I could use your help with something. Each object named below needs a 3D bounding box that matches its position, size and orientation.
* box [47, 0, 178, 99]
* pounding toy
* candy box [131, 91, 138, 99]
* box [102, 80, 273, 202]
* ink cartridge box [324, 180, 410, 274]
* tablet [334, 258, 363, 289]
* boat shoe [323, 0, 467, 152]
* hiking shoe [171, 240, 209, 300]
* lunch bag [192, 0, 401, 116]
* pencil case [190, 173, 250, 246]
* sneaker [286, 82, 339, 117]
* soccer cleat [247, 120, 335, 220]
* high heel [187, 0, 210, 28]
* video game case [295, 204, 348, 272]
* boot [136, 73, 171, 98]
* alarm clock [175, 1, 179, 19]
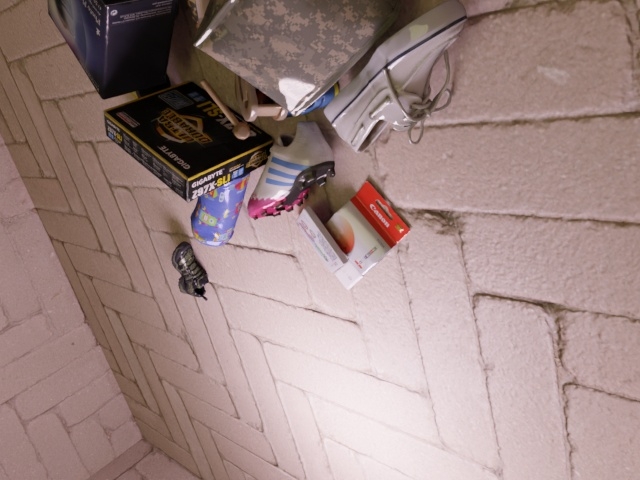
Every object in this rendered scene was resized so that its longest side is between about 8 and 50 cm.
[{"bbox_3d":[-0.485,-0.540,1.341,0.296,0.182,0.294,55,149,13],"label":"box"},{"bbox_3d":[-0.154,-0.323,1.186,0.154,0.155,0.269,-128,37,-57],"label":"pounding toy"},{"bbox_3d":[-0.475,-0.397,1.663,0.206,0.027,0.105,48,145,13],"label":"candy box"},{"bbox_3d":[-0.312,-0.247,1.396,0.322,0.257,0.079,38,138,26],"label":"box"},{"bbox_3d":[0.096,-0.023,1.274,0.145,0.045,0.179,50,146,9],"label":"ink cartridge box"},{"bbox_3d":[0.068,0.083,1.414,0.054,0.006,0.083,51,144,8],"label":"tablet"},{"bbox_3d":[0.139,-0.240,0.990,0.156,0.136,0.367,58,146,0],"label":"boat shoe"},{"bbox_3d":[-0.414,0.099,1.929,0.114,0.086,0.227,20,137,21],"label":"hiking shoe"},{"bbox_3d":[-0.036,-0.387,0.982,0.235,0.169,0.287,30,142,-29],"label":"lunch bag"},{"bbox_3d":[-0.272,-0.116,1.557,0.133,0.119,0.306,22,138,-2],"label":"pencil case"},{"bbox_3d":[-0.055,-0.292,1.219,0.209,0.082,0.069,-2,116,51],"label":"sneaker"},{"bbox_3d":[-0.079,-0.156,1.338,0.331,0.116,0.143,-31,75,51],"label":"soccer cleat"},{"bbox_3d":[-0.291,-0.591,1.246,0.186,0.093,0.261,20,114,31],"label":"high heel"},{"bbox_3d":[0.000,0.000,1.379,0.157,0.019,0.143,55,165,3],"label":"video game case"},{"bbox_3d":[-0.485,-0.369,1.628,0.280,0.096,0.264,9,131,54],"label":"boot"},{"bbox_3d":[-0.396,-0.577,1.409,0.192,0.064,0.129,-20,97,55],"label":"alarm clock"}]
